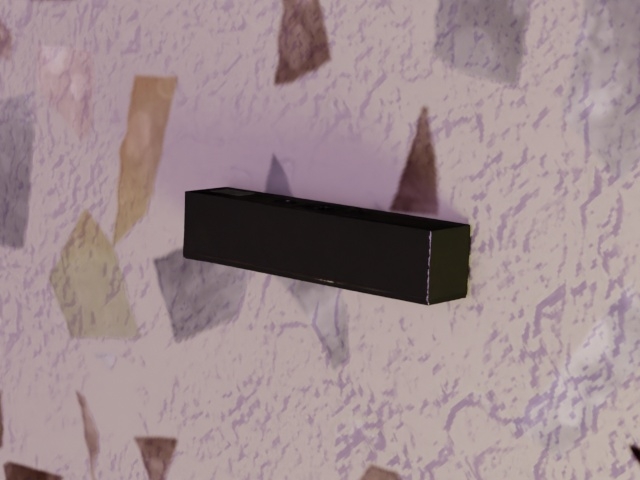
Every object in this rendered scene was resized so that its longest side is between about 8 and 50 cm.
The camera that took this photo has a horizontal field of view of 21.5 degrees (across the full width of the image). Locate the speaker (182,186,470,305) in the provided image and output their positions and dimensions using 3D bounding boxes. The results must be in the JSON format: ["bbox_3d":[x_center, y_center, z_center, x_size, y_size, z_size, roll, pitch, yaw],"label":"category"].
[{"bbox_3d":[0.000,0.000,1.001,0.191,0.040,0.046,10,101,40],"label":"speaker"}]
